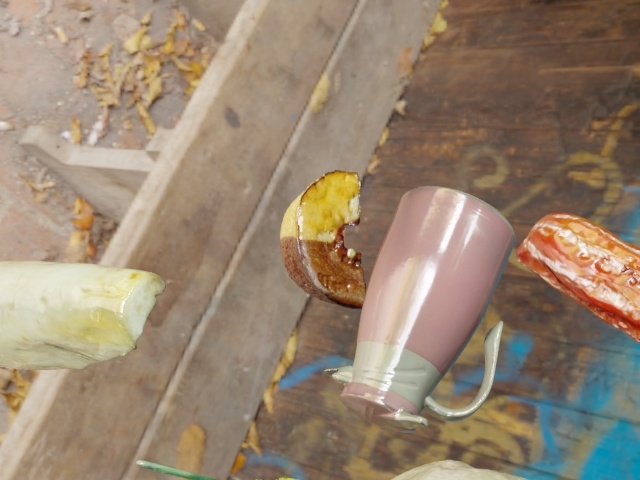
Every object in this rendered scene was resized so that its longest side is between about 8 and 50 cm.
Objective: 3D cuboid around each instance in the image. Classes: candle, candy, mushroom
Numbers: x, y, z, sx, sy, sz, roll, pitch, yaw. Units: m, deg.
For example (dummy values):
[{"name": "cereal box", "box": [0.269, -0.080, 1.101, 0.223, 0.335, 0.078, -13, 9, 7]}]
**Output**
[{"name": "candle", "box": [0.215, 0.070, 0.385, 0.051, 0.329, 0.048, -12, 124, -34]}, {"name": "candy", "box": [-0.057, 0.158, 0.536, 0.123, 0.035, 0.035, 20, 80, -15]}, {"name": "mushroom", "box": [-0.234, 0.062, 0.704, 0.107, 0.333, 0.087, 47, 56, -39]}]

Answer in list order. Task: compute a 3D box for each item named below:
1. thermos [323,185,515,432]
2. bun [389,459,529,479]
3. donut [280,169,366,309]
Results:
[{"name": "thermos", "box": [0.124, 0.090, 0.964, 0.146, 0.177, 0.265, 92, 20, -65]}, {"name": "bun", "box": [0.132, 0.325, 0.573, 0.365, 0.219, 0.365, 42, 42, -53]}, {"name": "donut", "box": [0.001, -0.002, 1.320, 0.141, 0.085, 0.217, 9, 75, -35]}]
